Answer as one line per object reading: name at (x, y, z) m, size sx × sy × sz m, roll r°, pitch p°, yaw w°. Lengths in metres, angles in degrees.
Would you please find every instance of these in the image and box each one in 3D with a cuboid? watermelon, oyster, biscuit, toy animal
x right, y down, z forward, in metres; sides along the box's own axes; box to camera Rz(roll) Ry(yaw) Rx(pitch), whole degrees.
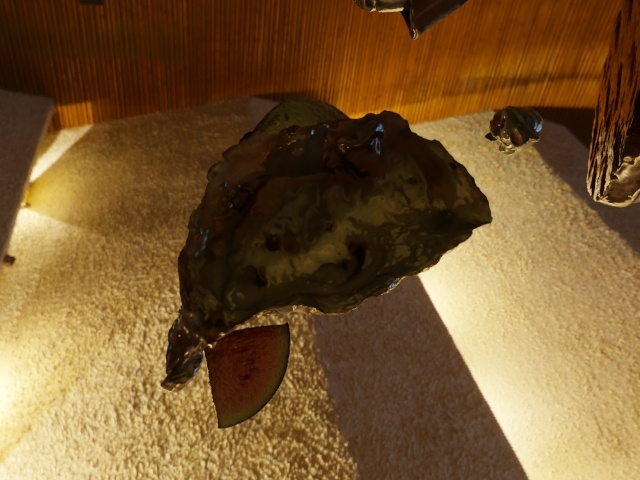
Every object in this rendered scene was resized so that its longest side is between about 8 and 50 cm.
watermelon at (-0.092, 0.130, 0.648) m, size 0.094 × 0.135 × 0.125 m, roll 42°, pitch -171°, yaw -22°
oyster at (-0.023, -0.017, 0.599) m, size 0.396 × 0.111 × 0.204 m, roll -26°, pitch -92°, yaw -8°
biscuit at (0.530, -0.252, 0.939) m, size 0.091 × 0.407 × 0.407 m, roll 10°, pitch -144°, yaw 15°
toy animal at (0.474, -0.271, 1.364) m, size 0.125 × 0.127 × 0.251 m, roll 38°, pitch -168°, yaw 2°

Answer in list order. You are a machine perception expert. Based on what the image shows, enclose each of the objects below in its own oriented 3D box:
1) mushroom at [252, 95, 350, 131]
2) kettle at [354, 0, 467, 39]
mushroom at (-0.018, -0.045, 0.919) m, size 0.212 × 0.292 × 0.217 m, roll 21°, pitch -135°, yaw 14°
kettle at (0.128, -0.422, 0.638) m, size 0.324 × 0.320 × 0.228 m, roll -27°, pitch -169°, yaw 3°
